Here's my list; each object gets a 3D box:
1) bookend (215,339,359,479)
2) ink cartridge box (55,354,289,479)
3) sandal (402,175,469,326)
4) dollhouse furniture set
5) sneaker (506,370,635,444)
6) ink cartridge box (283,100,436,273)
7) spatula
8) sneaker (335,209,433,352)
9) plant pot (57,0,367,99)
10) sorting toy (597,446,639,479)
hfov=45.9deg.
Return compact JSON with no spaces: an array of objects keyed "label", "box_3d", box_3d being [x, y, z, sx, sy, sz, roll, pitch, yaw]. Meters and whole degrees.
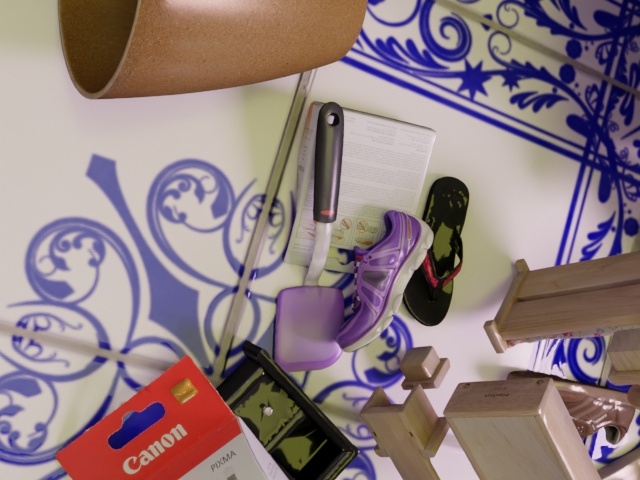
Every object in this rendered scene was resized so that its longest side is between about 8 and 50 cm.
[{"label":"bookend","box_3d":[-0.072,0.216,0.787,0.156,0.072,0.157,-44,103,-14]},{"label":"ink cartridge box","box_3d":[-0.130,0.253,0.724,0.181,0.056,0.225,-37,93,6]},{"label":"sandal","box_3d":[0.139,0.011,0.879,0.067,0.040,0.179,14,85,-19]},{"label":"dollhouse furniture set","box_3d":[0.268,0.138,0.862,0.355,0.303,0.174,-48,116,-44]},{"label":"sneaker","box_3d":[0.310,0.208,0.928,0.188,0.066,0.071,14,86,-19]},{"label":"ink cartridge box","box_3d":[0.041,-0.054,0.855,0.145,0.045,0.179,10,105,-20]},{"label":"spatula","box_3d":[0.000,0.000,0.817,0.084,0.030,0.296,1,106,-20]},{"label":"sneaker","box_3d":[0.057,0.043,0.838,0.071,0.068,0.170,29,81,-9]},{"label":"plant pot","box_3d":[-0.088,-0.242,0.716,0.254,0.237,0.237,-1,90,-33]},{"label":"sorting toy","box_3d":[0.464,0.400,0.972,0.255,0.089,0.257,-21,97,-19]}]
